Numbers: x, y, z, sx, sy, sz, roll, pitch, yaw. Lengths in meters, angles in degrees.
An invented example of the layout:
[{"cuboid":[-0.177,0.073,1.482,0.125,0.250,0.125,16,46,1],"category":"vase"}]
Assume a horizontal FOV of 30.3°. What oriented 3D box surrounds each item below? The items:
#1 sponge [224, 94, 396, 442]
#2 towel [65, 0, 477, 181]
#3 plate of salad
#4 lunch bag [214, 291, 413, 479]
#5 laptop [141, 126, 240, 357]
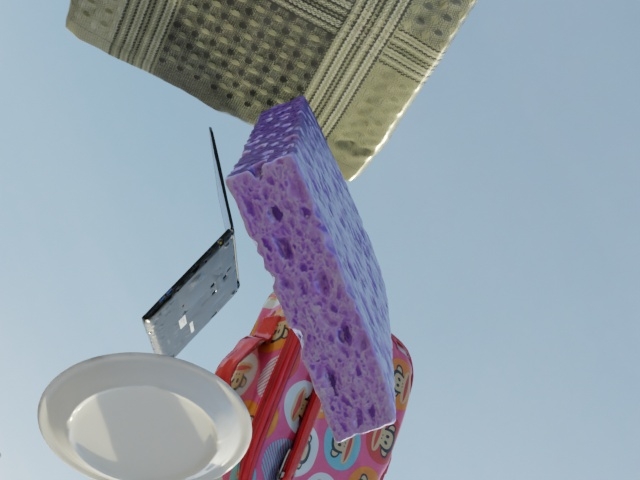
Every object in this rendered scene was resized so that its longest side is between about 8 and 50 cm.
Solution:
[{"cuboid":[0.000,0.000,0.556,0.031,0.210,0.117,-22,-78,6],"category":"sponge"},{"cuboid":[-0.041,-0.216,0.959,0.312,0.056,0.324,28,-40,-6],"category":"towel"},{"cuboid":[-0.164,0.167,1.109,0.048,0.200,0.200,-89,-156,-50],"category":"plate of salad"},{"cuboid":[-0.025,0.203,1.384,0.120,0.258,0.293,-3,-125,42],"category":"lunch bag"},{"cuboid":[-0.189,0.016,1.661,0.136,0.264,0.234,39,-18,13],"category":"laptop"}]
